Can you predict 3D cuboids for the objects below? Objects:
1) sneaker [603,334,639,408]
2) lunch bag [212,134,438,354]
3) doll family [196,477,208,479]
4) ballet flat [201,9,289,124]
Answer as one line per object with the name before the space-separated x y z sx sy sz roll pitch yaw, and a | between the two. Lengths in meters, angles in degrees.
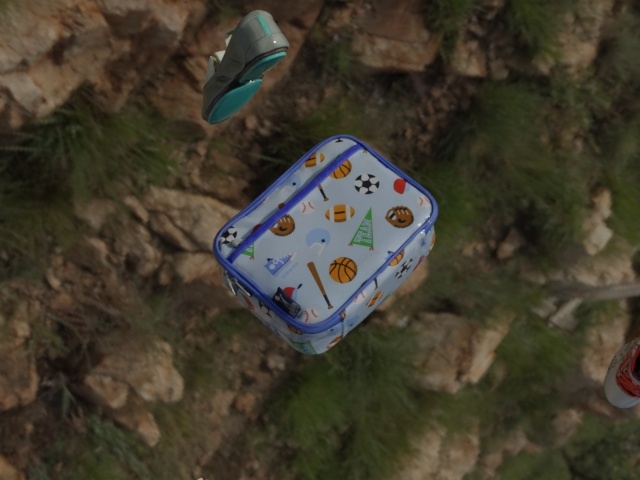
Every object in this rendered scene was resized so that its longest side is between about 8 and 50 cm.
sneaker | 0.537 0.215 1.651 0.145 0.090 0.270 -30 158 -45
lunch bag | 0.000 0.000 1.408 0.303 0.243 0.115 -41 157 -19
doll family | -0.152 0.438 1.486 0.076 0.111 0.193 -39 151 -3
ballet flat | -0.099 -0.207 1.170 0.072 0.068 0.213 -25 176 -29
